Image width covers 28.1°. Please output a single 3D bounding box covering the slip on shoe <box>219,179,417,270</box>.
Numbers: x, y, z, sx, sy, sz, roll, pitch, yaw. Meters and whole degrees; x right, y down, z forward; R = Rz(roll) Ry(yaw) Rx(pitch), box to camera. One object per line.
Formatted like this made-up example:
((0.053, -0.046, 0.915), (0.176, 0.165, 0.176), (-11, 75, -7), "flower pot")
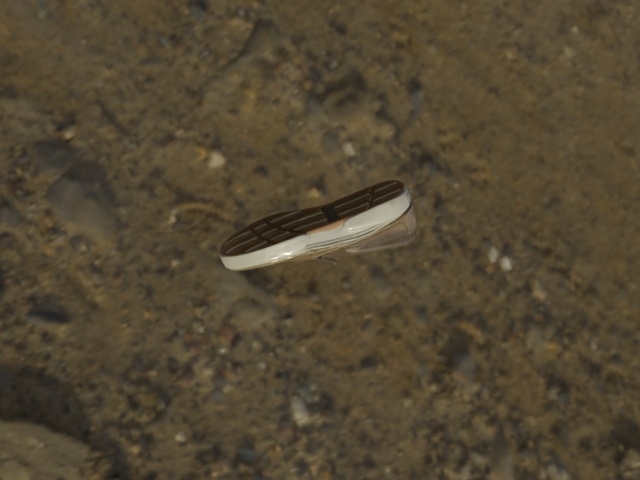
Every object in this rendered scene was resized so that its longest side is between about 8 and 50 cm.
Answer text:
((0.000, 0.000, 0.867), (0.051, 0.135, 0.041), (-113, -177, -63), "slip on shoe")
